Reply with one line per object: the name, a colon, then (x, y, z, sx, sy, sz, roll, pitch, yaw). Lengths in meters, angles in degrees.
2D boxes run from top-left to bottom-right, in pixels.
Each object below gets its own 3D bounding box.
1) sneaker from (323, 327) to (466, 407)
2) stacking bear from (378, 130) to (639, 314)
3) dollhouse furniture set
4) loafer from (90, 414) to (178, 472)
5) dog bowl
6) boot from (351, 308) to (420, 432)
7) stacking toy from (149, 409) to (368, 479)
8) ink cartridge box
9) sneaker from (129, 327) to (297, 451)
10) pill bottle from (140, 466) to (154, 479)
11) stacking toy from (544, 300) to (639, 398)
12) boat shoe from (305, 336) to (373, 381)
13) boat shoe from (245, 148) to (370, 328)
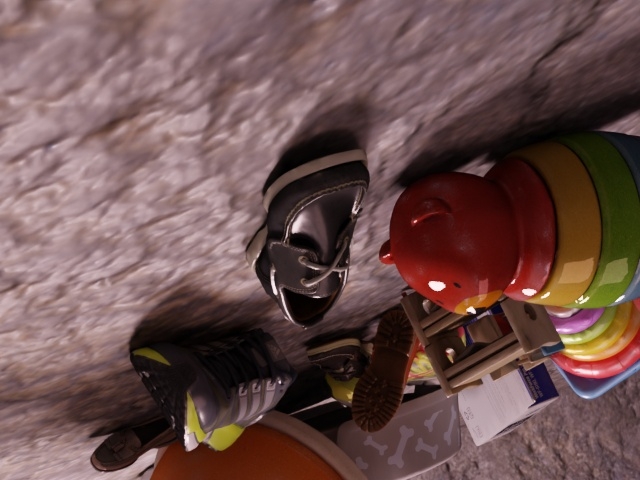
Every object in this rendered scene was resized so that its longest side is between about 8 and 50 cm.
sneaker: (0.100, 0.151, 1.603, 0.208, 0.081, 0.094, -16, 144, -22)
stacking bear: (0.195, -0.008, 1.038, 0.289, 0.164, 0.175, -5, 164, -22)
dollhouse furniture set: (0.211, 0.080, 1.409, 0.129, 0.129, 0.184, -36, 163, 36)
loafer: (-0.217, 0.234, 1.463, 0.125, 0.045, 0.039, -20, 149, -39)
dog bowl: (0.039, 0.287, 1.733, 0.349, 0.102, 0.349, -17, 178, -1)
boot: (0.088, 0.157, 1.498, 0.158, 0.059, 0.084, -70, 164, 9)
stacking toy: (-0.153, 0.446, 1.411, 0.350, 0.350, 0.480, -37, -176, 39)
ink cartridge box: (0.242, 0.173, 1.694, 0.065, 0.165, 0.332, -21, 166, -12)
sneaker: (-0.097, 0.131, 1.203, 0.121, 0.111, 0.300, -34, 170, -1)
pill bottle: (-0.138, 0.378, 1.864, 0.246, 0.136, 0.136, -12, 161, -37)
stacking toy: (0.323, 0.077, 1.568, 0.175, 0.165, 0.302, -38, 150, 14)
boat shoe: (0.030, 0.146, 1.492, 0.056, 0.049, 0.152, -16, 168, 24)
boat shoe: (0.000, 0.000, 0.922, 0.084, 0.079, 0.233, -17, 162, -17)
